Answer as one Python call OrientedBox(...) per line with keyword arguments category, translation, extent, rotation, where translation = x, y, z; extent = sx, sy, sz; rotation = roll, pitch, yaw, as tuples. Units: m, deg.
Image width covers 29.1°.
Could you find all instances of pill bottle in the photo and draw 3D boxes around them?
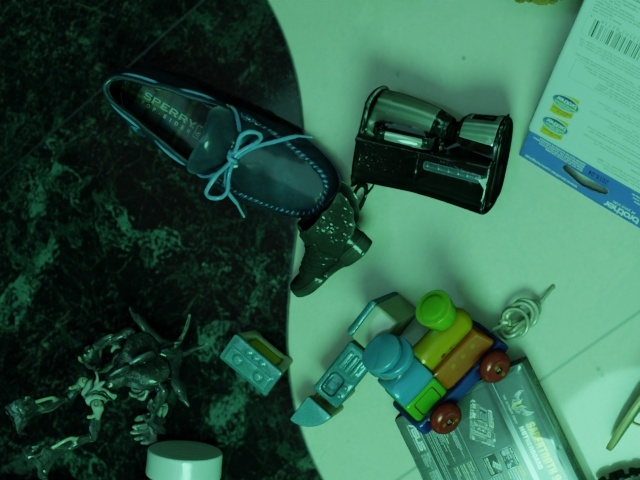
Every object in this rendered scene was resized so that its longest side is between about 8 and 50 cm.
OrientedBox(category="pill bottle", translation=(-0.190, 0.388, 1.648), extent=(0.121, 0.121, 0.221), rotation=(7, 96, 16))

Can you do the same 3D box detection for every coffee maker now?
OrientedBox(category="coffee maker", translation=(0.138, -0.094, 1.532), extent=(0.178, 0.120, 0.171), rotation=(17, 132, 16))

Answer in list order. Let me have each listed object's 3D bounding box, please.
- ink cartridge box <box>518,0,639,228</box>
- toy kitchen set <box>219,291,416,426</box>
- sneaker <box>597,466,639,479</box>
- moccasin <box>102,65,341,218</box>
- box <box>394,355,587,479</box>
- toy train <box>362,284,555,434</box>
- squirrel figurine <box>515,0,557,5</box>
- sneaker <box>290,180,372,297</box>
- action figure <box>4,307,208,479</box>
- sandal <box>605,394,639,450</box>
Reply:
OrientedBox(category="ink cartridge box", translation=(0.358, -0.168, 1.416), extent=(0.186, 0.065, 0.311), rotation=(32, 140, 13))
OrientedBox(category="toy kitchen set", translation=(-0.011, 0.124, 1.575), extent=(0.166, 0.122, 0.207), rotation=(39, 103, 11))
OrientedBox(category="sneaker", translation=(0.437, 0.311, 1.483), extent=(0.208, 0.081, 0.094), rotation=(-17, 105, 17))
OrientedBox(category="moccasin", translation=(-0.141, -0.118, 1.601), extent=(0.342, 0.117, 0.138), rotation=(24, 100, 14))
OrientedBox(category="box", translation=(0.225, 0.287, 1.549), extent=(0.183, 0.056, 0.231), rotation=(-27, 85, 16))
OrientedBox(category="toy train", translation=(0.168, 0.105, 1.492), extent=(0.248, 0.143, 0.105), rotation=(-46, 42, -3))
OrientedBox(category="squirrel figurine", translation=(0.166, -0.429, 1.414), extent=(0.397, 0.281, 0.370), rotation=(41, 110, 13))
OrientedBox(category="sneaker", translation=(-0.001, 0.002, 1.569), extent=(0.089, 0.051, 0.170), rotation=(44, 127, -16))
OrientedBox(category="action figure", translation=(-0.279, 0.200, 1.660), extent=(0.275, 0.141, 0.164), rotation=(-29, 76, -10))
OrientedBox(category="sandal", translation=(0.436, 0.171, 1.461), extent=(0.079, 0.088, 0.240), rotation=(34, 98, 18))
